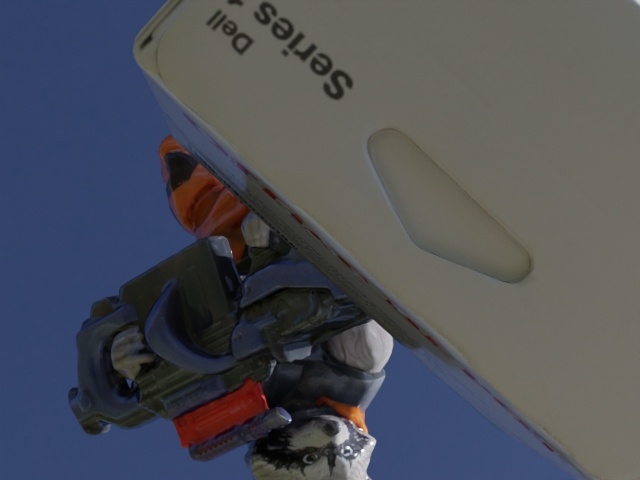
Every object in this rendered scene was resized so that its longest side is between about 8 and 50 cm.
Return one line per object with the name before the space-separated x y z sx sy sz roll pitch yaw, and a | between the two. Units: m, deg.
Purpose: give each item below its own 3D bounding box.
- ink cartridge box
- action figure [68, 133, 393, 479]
ink cartridge box | 0.049 -0.026 0.630 0.201 0.278 0.117 42 -92 -1
action figure | 0.000 0.000 1.030 0.341 0.178 0.330 -18 -110 48
